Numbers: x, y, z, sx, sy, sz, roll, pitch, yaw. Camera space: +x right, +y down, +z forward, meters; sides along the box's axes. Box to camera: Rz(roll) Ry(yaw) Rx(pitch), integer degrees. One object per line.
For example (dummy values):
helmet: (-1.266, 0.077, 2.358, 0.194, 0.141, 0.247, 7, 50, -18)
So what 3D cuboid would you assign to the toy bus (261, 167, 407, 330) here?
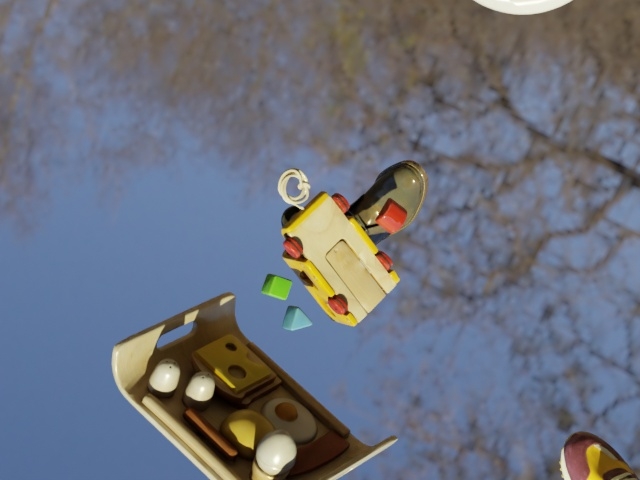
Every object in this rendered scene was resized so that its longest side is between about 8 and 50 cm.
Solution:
toy bus: (0.003, 0.012, 2.246, 0.191, 0.202, 0.104, 4, -178, -28)

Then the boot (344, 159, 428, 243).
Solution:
boot: (0.066, -0.026, 2.425, 0.082, 0.219, 0.106, 47, -131, 6)

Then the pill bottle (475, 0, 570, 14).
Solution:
pill bottle: (0.235, -0.419, 2.129, 0.210, 0.210, 0.363, 19, -158, -7)

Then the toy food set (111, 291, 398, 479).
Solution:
toy food set: (-0.081, 0.196, 2.175, 0.306, 0.092, 0.220, 41, -140, 21)

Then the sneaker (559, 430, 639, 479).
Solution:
sneaker: (0.296, 0.247, 1.606, 0.069, 0.084, 0.185, -26, -103, -36)
